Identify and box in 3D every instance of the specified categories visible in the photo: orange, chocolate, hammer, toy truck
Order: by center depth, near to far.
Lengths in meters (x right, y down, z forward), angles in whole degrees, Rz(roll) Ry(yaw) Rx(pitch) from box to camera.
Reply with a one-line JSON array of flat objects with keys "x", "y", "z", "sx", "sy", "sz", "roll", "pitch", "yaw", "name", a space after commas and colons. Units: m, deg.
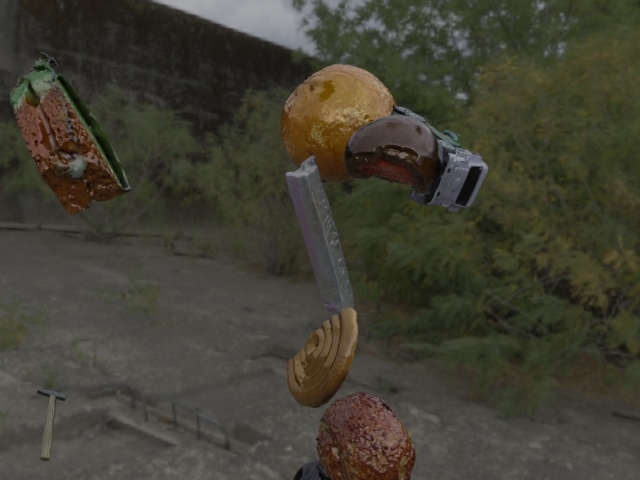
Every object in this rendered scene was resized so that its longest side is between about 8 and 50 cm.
[{"x": 0.105, "y": -0.129, "z": 1.126, "sx": 0.133, "sy": 0.124, "sz": 0.127, "roll": 15, "pitch": 42, "yaw": -25, "name": "chocolate"}, {"x": -0.561, "y": 0.377, "z": 1.543, "sx": 0.062, "sy": 0.013, "sz": 0.199, "roll": 22, "pitch": 21, "yaw": -24, "name": "hammer"}, {"x": 0.264, "y": -0.208, "z": 1.836, "sx": 0.178, "sy": 0.176, "sz": 0.363, "roll": 10, "pitch": 24, "yaw": -22, "name": "toy truck"}, {"x": 0.044, "y": -0.328, "z": 2.073, "sx": 0.293, "sy": 0.340, "sz": 0.341, "roll": 52, "pitch": -16, "yaw": -22, "name": "orange"}]

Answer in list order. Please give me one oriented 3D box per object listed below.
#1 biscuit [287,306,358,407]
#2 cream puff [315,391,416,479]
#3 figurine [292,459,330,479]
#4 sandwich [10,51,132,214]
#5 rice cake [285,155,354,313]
[{"x": -0.003, "y": 0.227, "z": 1.357, "sx": 0.033, "sy": 0.144, "sz": 0.224, "roll": 19, "pitch": -44, "yaw": -25, "name": "biscuit"}, {"x": 0.083, "y": 0.434, "z": 1.553, "sx": 0.164, "sy": 0.239, "sz": 0.240, "roll": -16, "pitch": 13, "yaw": -22, "name": "cream puff"}, {"x": 0.021, "y": 0.617, "z": 1.832, "sx": 0.143, "sy": 0.308, "sz": 0.308, "roll": 12, "pitch": 6, "yaw": 31, "name": "figurine"}, {"x": -0.443, "y": -0.154, "z": 1.327, "sx": 0.109, "sy": 0.212, "sz": 0.292, "roll": -22, "pitch": -34, "yaw": 4, "name": "sandwich"}, {"x": 0.000, "y": 0.001, "z": 1.746, "sx": 0.070, "sy": 0.398, "sz": 0.064, "roll": 1, "pitch": 26, "yaw": 37, "name": "rice cake"}]
